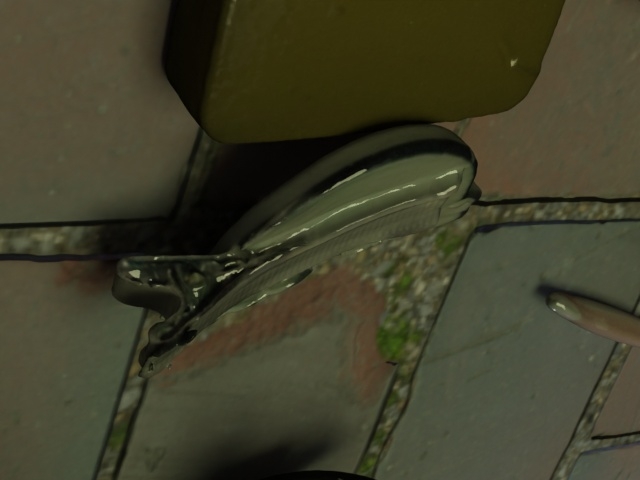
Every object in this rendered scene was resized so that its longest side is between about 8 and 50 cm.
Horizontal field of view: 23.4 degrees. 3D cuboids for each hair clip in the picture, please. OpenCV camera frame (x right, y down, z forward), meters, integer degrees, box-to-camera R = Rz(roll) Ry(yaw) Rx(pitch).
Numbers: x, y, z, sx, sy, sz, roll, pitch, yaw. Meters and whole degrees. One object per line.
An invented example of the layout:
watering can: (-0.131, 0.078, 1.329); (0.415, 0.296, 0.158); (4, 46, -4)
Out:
hair clip: (0.000, 0.000, 0.763); (0.220, 0.054, 0.140); (-24, 161, -21)

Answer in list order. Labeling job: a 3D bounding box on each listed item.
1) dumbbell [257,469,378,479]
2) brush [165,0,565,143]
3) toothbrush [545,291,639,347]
dumbbell: (-0.002, 0.256, 0.900); (0.192, 0.192, 0.290); (-26, 136, -21)
brush: (0.027, -0.116, 0.719); (0.197, 0.059, 0.123); (-8, 130, -34)
toothbrush: (0.240, 0.075, 1.072); (0.307, 0.025, 0.029); (19, 117, -46)
